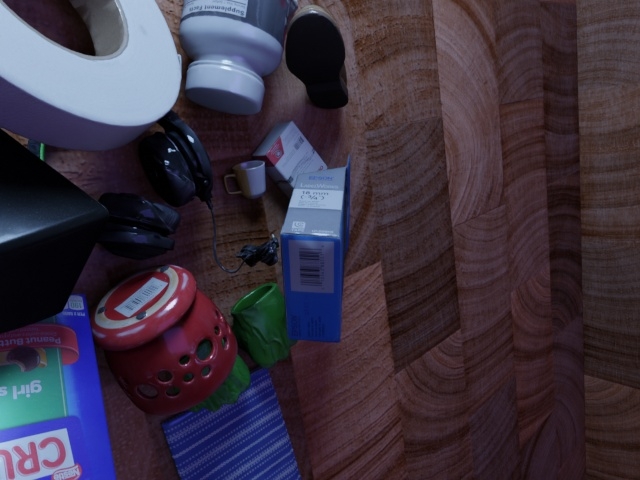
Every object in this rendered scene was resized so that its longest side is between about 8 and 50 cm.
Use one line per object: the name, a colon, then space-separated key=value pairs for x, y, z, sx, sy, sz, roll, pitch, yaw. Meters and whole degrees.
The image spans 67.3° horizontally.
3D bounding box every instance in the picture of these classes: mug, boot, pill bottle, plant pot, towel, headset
mug: x=-0.142 y=-0.117 z=0.941 sx=0.062 sy=0.078 sz=0.064 roll=-64 pitch=149 yaw=-60
boot: x=-0.002 y=-0.373 z=0.936 sx=0.305 sy=0.112 sz=0.115 roll=48 pitch=42 yaw=-78
pill bottle: x=-0.142 y=-0.390 z=0.821 sx=0.176 sy=0.176 sz=0.319 roll=10 pitch=88 yaw=-42
plant pot: x=-0.395 y=0.003 z=0.540 sx=0.187 sy=0.188 sz=0.167 roll=37 pitch=23 yaw=0
towel: x=-0.168 y=0.452 z=0.990 sx=0.243 sy=0.040 sz=0.336 roll=-24 pitch=108 yaw=-36
headset: x=-0.246 y=-0.073 z=0.756 sx=0.394 sy=0.185 sz=0.243 roll=38 pitch=69 yaw=-26
plant pot: x=-0.250 y=0.145 z=0.759 sx=0.191 sy=0.191 sz=0.174 roll=-43 pitch=128 yaw=-30

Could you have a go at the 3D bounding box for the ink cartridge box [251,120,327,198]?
ink cartridge box: x=-0.061 y=-0.163 z=0.998 sx=0.135 sy=0.056 sz=0.099 roll=49 pitch=64 yaw=-34

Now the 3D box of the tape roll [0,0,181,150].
tape roll: x=-0.343 y=-0.297 z=0.591 sx=0.392 sy=0.072 sz=0.392 roll=44 pitch=32 yaw=-37

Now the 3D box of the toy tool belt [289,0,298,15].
toy tool belt: x=-0.076 y=-0.496 z=0.962 sx=0.083 sy=0.052 sz=0.051 roll=47 pitch=33 yaw=-38

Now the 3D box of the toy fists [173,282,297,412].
toy fists: x=-0.158 y=0.209 z=0.930 sx=0.279 sy=0.096 sz=0.142 roll=-37 pitch=109 yaw=-31

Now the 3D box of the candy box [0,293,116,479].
candy box: x=-0.409 y=0.216 z=0.561 sx=0.268 sy=0.317 sz=0.122 roll=7 pitch=135 yaw=-43

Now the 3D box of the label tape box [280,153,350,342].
label tape box: x=0.000 y=0.000 z=0.966 sx=0.334 sy=0.105 sz=0.241 roll=-81 pitch=172 yaw=-56
